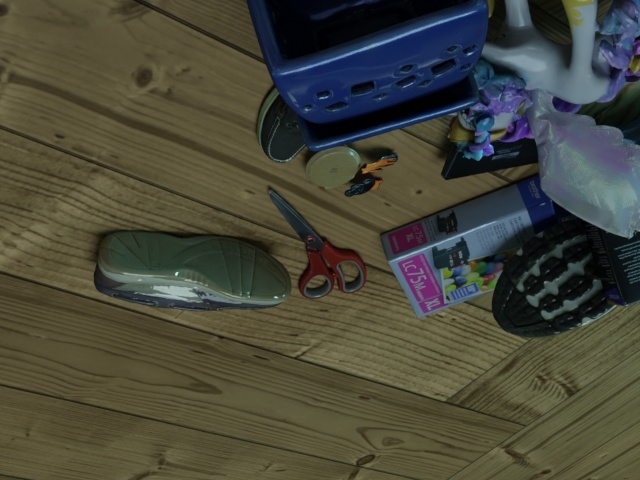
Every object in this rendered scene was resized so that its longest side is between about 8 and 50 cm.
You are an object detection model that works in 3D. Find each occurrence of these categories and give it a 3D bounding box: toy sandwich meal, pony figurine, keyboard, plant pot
[{"bbox_3d":[0.017,-0.105,1.683,0.085,0.029,0.085,-10,140,-8],"label":"toy sandwich meal"},{"bbox_3d":[0.305,-0.205,1.501,0.351,0.303,0.363,16,147,10],"label":"pony figurine"},{"bbox_3d":[0.260,-0.136,1.719,0.180,0.023,0.108,-12,151,-21],"label":"keyboard"},{"bbox_3d":[0.049,-0.245,1.351,0.236,0.236,0.212,-17,150,2],"label":"plant pot"}]

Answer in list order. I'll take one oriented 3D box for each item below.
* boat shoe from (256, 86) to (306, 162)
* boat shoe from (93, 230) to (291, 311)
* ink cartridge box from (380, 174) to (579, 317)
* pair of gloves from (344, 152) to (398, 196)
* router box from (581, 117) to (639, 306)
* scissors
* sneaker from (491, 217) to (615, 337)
[{"bbox_3d":[-0.015,-0.169,1.547,0.080,0.073,0.223,8,137,-29],"label":"boat shoe"},{"bbox_3d":[-0.184,0.054,1.759,0.285,0.103,0.092,8,143,-23],"label":"boat shoe"},{"bbox_3d":[0.264,0.004,1.892,0.311,0.065,0.186,-23,143,6],"label":"ink cartridge box"},{"bbox_3d":[0.070,-0.091,1.714,0.074,0.010,0.083,-17,154,-43],"label":"pair of gloves"},{"bbox_3d":[0.519,-0.068,1.725,0.309,0.243,0.081,-17,180,-4],"label":"router box"},{"bbox_3d":[0.000,0.000,1.823,0.109,0.021,0.297,-14,143,2],"label":"scissors"},{"bbox_3d":[0.442,0.024,1.864,0.410,0.158,0.182,-34,160,-2],"label":"sneaker"}]
